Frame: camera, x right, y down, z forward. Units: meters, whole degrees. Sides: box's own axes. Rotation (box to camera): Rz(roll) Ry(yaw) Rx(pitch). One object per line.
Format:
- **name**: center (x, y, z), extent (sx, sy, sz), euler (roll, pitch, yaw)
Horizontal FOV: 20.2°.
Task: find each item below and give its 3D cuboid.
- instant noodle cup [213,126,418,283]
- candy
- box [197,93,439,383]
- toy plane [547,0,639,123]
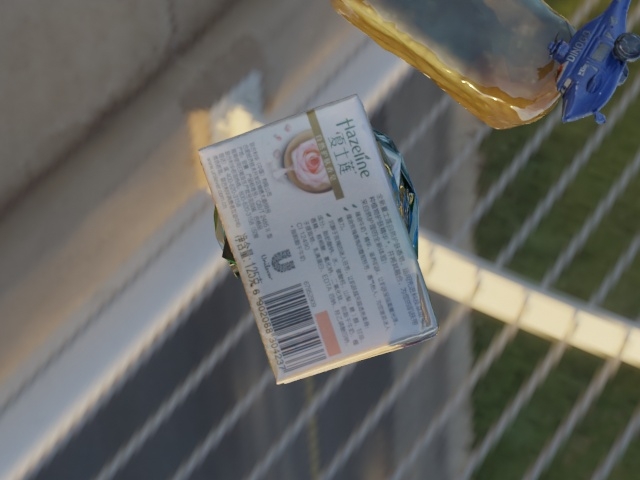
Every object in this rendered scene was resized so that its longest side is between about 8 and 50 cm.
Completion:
- **instant noodle cup**: center (-0.006, -0.030, 1.922), extent (0.178, 0.240, 0.240), euler (87, 26, -90)
- **candy**: center (0.112, -0.190, 1.538), extent (0.102, 0.234, 0.104), euler (-53, 178, -6)
- **box**: center (0.000, 0.000, 1.408), extent (0.081, 0.135, 0.199), euler (13, 58, -86)
- **toy plane**: center (0.207, -0.156, 1.304), extent (0.167, 0.062, 0.054), euler (-62, 177, -19)
